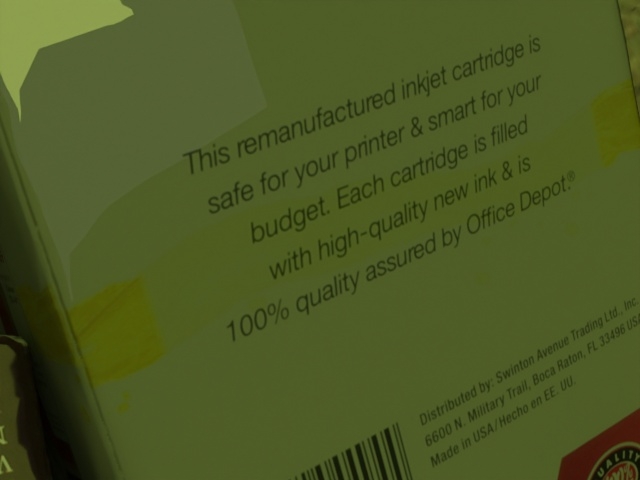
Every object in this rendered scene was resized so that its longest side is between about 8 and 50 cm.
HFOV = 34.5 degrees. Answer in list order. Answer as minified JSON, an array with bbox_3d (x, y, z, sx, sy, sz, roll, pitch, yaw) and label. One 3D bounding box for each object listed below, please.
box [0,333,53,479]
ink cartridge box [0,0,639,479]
[{"bbox_3d":[-0.187,0.156,0.390,0.168,0.167,0.203,-9,82,-26],"label":"box"},{"bbox_3d":[0.000,0.000,0.464,0.279,0.160,0.385,-22,105,-27],"label":"ink cartridge box"}]
